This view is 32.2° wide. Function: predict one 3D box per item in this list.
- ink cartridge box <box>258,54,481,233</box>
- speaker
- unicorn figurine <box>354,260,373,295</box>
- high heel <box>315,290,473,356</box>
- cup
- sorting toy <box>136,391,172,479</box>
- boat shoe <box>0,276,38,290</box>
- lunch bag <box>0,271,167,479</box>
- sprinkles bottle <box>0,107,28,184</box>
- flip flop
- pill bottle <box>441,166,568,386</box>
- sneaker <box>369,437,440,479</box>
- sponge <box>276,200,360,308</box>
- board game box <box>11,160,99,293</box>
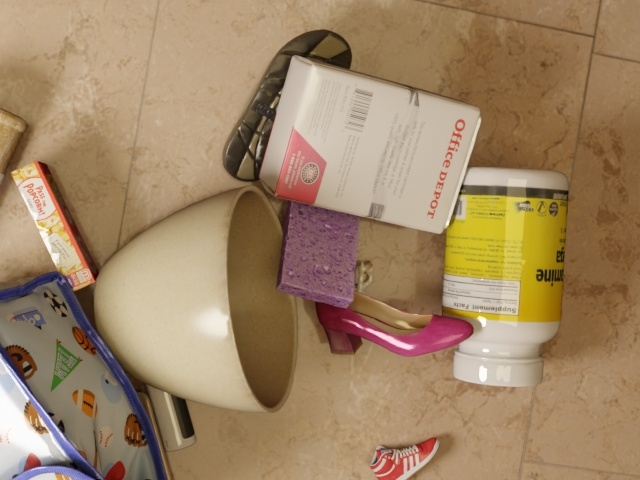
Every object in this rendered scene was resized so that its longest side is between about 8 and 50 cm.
[{"bbox_3d":[0.074,-0.144,1.688,0.283,0.117,0.207,12,102,-20],"label":"ink cartridge box"},{"bbox_3d":[-0.238,0.258,1.740,0.055,0.055,0.136,-15,94,-8],"label":"speaker"},{"bbox_3d":[0.044,0.081,1.782,0.162,0.060,0.111,22,98,5],"label":"unicorn figurine"},{"bbox_3d":[0.109,0.111,1.694,0.244,0.082,0.117,-3,113,30],"label":"high heel"},{"bbox_3d":[-0.192,0.096,1.634,0.237,0.331,0.331,-7,93,13],"label":"cup"},{"bbox_3d":[-0.345,0.351,1.737,0.208,0.038,0.193,-15,95,-1],"label":"sorting toy"},{"bbox_3d":[-0.474,0.098,1.653,0.206,0.075,0.065,-5,113,-44],"label":"boat shoe"},{"bbox_3d":[-0.419,0.298,1.539,0.328,0.239,0.385,-36,86,26],"label":"lunch bag"},{"bbox_3d":[-0.558,-0.040,1.644,0.121,0.121,0.355,24,88,-9],"label":"sprinkles bottle"},{"bbox_3d":[-0.059,-0.215,1.745,0.112,0.080,0.277,32,102,-15],"label":"flip flop"},{"bbox_3d":[0.289,0.054,1.749,0.188,0.188,0.334,3,92,-9],"label":"pill bottle"},{"bbox_3d":[0.135,0.348,1.809,0.118,0.042,0.067,-41,101,-3],"label":"sneaker"},{"bbox_3d":[0.000,0.000,1.719,0.117,0.031,0.210,15,53,-12],"label":"sponge"},{"bbox_3d":[-0.395,-0.021,1.658,0.045,0.147,0.193,-25,97,-7],"label":"board game box"}]
